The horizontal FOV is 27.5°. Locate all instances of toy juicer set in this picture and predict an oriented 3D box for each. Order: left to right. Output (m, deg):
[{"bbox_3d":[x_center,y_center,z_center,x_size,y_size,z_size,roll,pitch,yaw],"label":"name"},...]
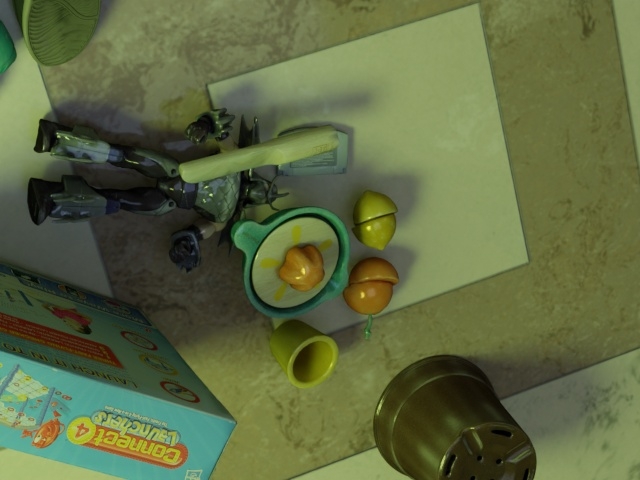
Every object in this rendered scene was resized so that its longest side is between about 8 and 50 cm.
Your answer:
[{"bbox_3d":[0.000,0.000,1.441,0.209,0.089,0.329,-35,129,-14],"label":"toy juicer set"}]

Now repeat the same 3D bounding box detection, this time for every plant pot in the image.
[{"bbox_3d":[0.167,0.245,1.568,0.167,0.165,0.166,-5,107,-16],"label":"plant pot"}]

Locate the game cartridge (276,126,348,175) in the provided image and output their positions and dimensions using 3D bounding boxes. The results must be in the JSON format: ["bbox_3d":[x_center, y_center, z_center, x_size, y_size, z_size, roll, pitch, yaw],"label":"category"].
[{"bbox_3d":[-0.009,-0.102,1.492,0.083,0.017,0.056,-3,110,-17],"label":"game cartridge"}]

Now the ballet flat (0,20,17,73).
[{"bbox_3d":[-0.400,-0.126,1.328,0.247,0.083,0.087,-46,127,1],"label":"ballet flat"}]

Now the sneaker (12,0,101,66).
[{"bbox_3d":[-0.283,-0.291,1.324,0.083,0.118,0.222,-18,140,-24],"label":"sneaker"}]

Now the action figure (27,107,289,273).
[{"bbox_3d":[-0.167,-0.058,1.412,0.285,0.099,0.185,4,99,-22],"label":"action figure"}]

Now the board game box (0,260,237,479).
[{"bbox_3d":[-0.278,0.113,1.289,0.308,0.302,0.086,22,98,-31],"label":"board game box"}]
